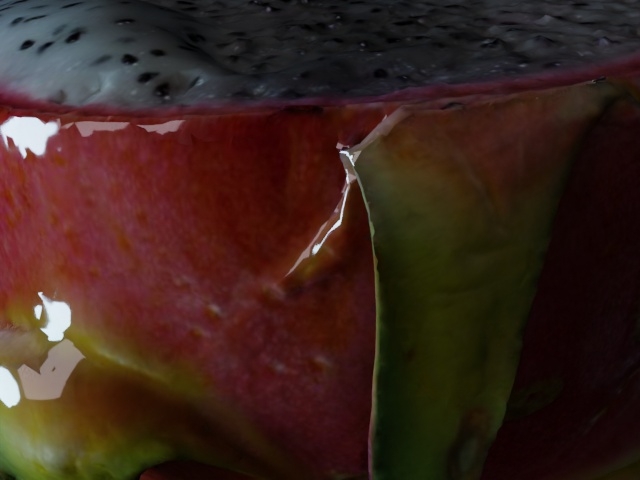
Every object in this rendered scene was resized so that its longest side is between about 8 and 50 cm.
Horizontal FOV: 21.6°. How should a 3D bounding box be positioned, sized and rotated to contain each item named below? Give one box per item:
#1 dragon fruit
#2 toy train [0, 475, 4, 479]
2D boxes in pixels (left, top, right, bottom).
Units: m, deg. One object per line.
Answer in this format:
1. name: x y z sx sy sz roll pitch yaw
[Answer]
1. dragon fruit: 0.000 0.000 0.574 0.290 0.291 0.189 35 130 55
2. toy train: -0.221 0.134 0.771 0.179 0.272 0.442 -11 61 35
